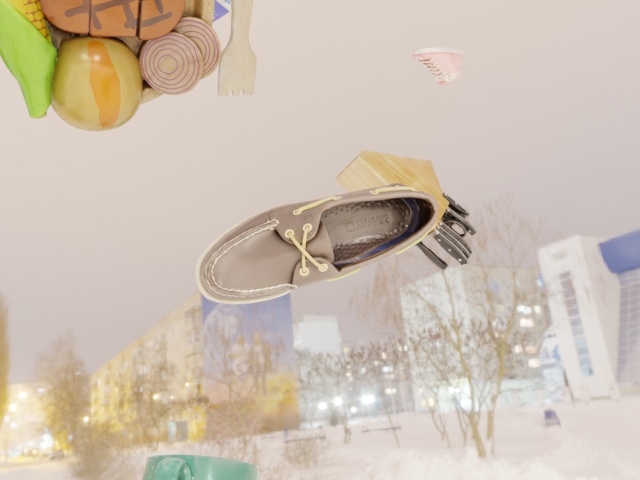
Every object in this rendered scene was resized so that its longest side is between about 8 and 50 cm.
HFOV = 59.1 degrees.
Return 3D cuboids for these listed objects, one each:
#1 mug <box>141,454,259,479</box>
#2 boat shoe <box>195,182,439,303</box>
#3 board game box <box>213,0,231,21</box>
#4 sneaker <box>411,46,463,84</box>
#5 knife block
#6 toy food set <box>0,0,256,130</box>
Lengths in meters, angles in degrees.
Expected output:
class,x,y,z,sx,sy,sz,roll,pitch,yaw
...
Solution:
class,x,y,z,sx,sy,sz,roll,pitch,yaw
mug,-0.145,0.292,0.614,0.129,0.097,0.158,-21,-38,36
boat shoe,0.000,0.000,0.729,0.324,0.116,0.097,-17,4,-19
board game box,-0.278,-0.611,1.035,0.347,0.233,0.078,31,-19,-35
sneaker,0.236,-0.349,1.131,0.134,0.070,0.051,-8,17,-37
knife block,0.187,-0.051,1.157,0.276,0.242,0.088,3,-29,-34
toy food set,-0.114,-0.124,0.313,0.192,0.038,0.132,-13,-49,-29
